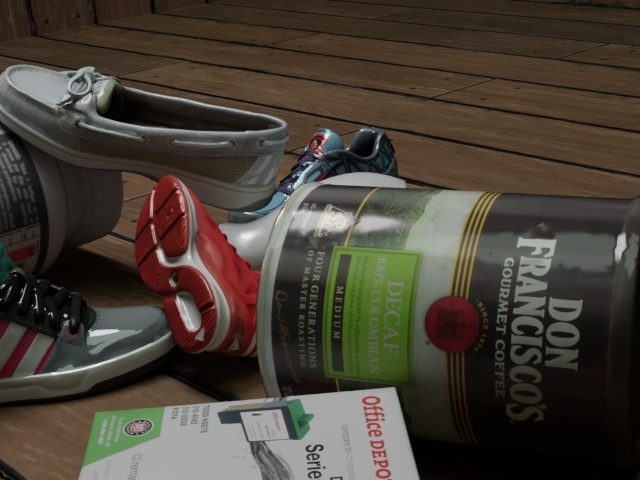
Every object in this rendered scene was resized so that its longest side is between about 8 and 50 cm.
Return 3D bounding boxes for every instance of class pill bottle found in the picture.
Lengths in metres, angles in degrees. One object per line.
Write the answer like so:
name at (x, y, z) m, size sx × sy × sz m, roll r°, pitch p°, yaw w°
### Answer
pill bottle at (-0.407, -0.033, 1.261) m, size 0.210 × 0.210 × 0.363 m, roll 15°, pitch 26°, yaw 42°

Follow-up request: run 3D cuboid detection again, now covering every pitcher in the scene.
pitcher at (0.000, 0.000, 1.245) m, size 0.207 × 0.126 × 0.178 m, roll -14°, pitch 4°, yaw 6°

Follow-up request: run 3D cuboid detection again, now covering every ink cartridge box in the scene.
ink cartridge box at (-0.043, 0.177, 0.771) m, size 0.219 × 0.093 × 0.160 m, roll -5°, pitch 20°, yaw -2°

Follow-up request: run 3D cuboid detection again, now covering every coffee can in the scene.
coffee can at (0.115, 0.060, 0.909) m, size 0.275 × 0.202 × 0.201 m, roll 3°, pitch 21°, yaw 22°

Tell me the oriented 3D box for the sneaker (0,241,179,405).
sneaker at (-0.281, 0.046, 1.058) m, size 0.295 × 0.179 × 0.124 m, roll -8°, pitch 20°, yaw -13°

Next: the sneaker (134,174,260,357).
sneaker at (-0.098, 0.035, 1.132) m, size 0.128 × 0.087 × 0.221 m, roll 22°, pitch 34°, yaw -38°

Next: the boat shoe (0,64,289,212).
boat shoe at (-0.192, -0.129, 1.240) m, size 0.320 × 0.103 × 0.118 m, roll 21°, pitch 30°, yaw 3°

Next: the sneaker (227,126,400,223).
sneaker at (-0.013, -0.074, 1.419) m, size 0.261 × 0.125 × 0.104 m, roll -21°, pitch 25°, yaw -40°
